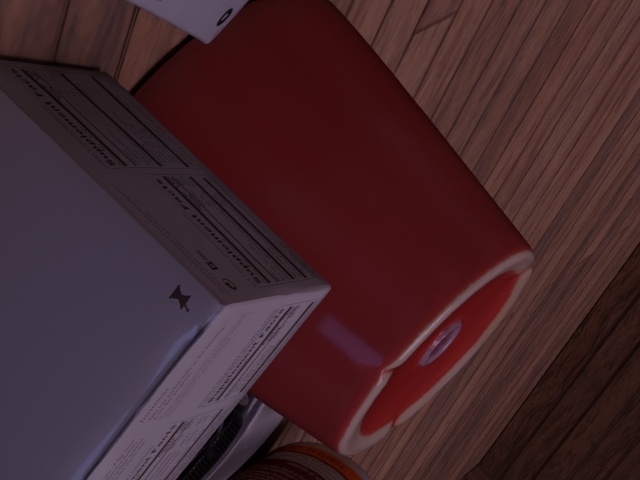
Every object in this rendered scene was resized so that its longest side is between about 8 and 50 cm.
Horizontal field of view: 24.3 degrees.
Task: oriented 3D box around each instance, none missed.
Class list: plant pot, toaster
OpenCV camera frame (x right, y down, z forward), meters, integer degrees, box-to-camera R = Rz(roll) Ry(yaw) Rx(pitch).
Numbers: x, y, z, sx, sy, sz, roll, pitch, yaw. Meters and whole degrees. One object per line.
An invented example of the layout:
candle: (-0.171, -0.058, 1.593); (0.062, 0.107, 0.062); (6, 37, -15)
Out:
plant pot: (0.000, 0.000, 1.051); (0.275, 0.243, 0.275); (-42, 162, -17)
toaster: (-0.115, 0.152, 1.320); (0.227, 0.129, 0.146); (-52, 164, 14)

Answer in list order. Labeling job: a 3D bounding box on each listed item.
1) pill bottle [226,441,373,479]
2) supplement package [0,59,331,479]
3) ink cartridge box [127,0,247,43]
pill bottle: (-0.101, 0.398, 1.745); (0.392, 0.224, 0.224); (-20, 149, -55)
supplement package: (-0.167, 0.060, 0.854); (0.262, 0.204, 0.145); (-51, 164, 16)
ink cartridge box: (-0.025, -0.210, 0.787); (0.224, 0.045, 0.223); (-48, 173, 7)
